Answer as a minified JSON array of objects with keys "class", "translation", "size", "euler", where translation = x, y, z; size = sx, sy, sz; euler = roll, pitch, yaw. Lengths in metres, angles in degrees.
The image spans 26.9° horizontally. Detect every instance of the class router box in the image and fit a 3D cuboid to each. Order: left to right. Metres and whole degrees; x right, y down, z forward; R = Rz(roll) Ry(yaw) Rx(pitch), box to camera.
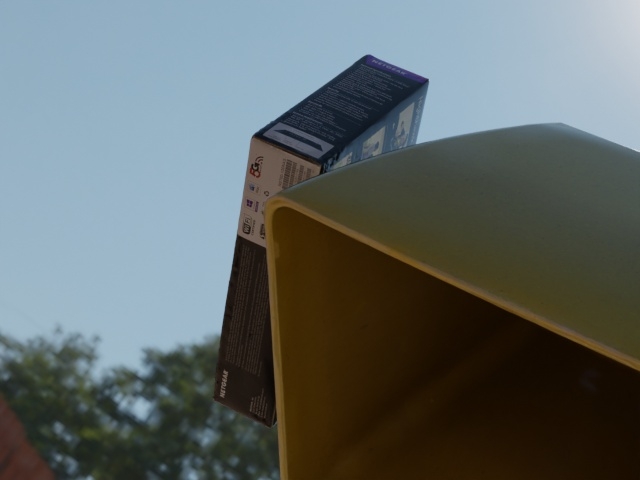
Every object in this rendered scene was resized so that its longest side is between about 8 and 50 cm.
[{"class":"router box","translation":[0.000,0.000,0.763],"size":[0.046,0.133,0.179],"euler":[24,-55,19]}]

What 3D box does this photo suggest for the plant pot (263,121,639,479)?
[{"class":"plant pot","translation":[0.116,0.057,0.664],"size":[0.212,0.187,0.212],"euler":[25,-45,33]}]
